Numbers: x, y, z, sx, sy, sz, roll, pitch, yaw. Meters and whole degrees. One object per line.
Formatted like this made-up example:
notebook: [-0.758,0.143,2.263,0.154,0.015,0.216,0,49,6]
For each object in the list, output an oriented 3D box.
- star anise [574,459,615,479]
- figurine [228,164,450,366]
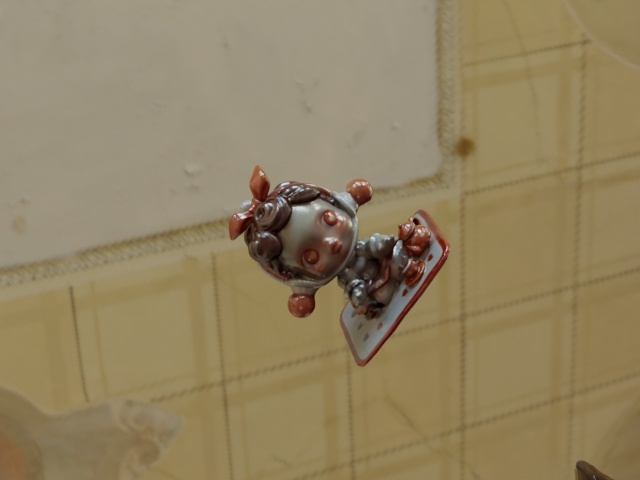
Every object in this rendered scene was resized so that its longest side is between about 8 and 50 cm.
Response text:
star anise: [0.184,0.197,0.510,0.288,0.288,0.088,-55,-36,3]
figurine: [0.000,0.000,1.553,0.226,0.160,0.183,32,-78,-19]
